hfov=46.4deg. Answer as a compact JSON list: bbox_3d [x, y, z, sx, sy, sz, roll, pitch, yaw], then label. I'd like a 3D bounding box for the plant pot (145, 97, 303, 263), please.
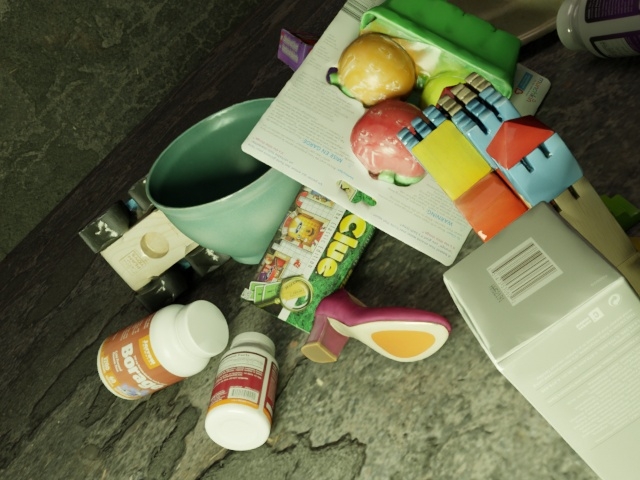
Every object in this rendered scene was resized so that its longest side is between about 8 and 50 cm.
[{"bbox_3d":[-0.125,-0.084,1.303,0.293,0.196,0.293,-18,37,15],"label":"plant pot"}]

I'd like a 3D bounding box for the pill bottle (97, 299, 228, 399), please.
[{"bbox_3d":[-0.258,0.177,1.232,0.216,0.121,0.121,-27,30,32],"label":"pill bottle"}]

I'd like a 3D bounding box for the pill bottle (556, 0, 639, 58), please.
[{"bbox_3d":[0.411,-0.298,0.983,0.108,0.108,0.193,-51,27,-13],"label":"pill bottle"}]

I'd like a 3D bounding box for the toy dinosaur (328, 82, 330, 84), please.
[{"bbox_3d":[0.020,-0.313,1.540,0.093,0.053,0.183,-15,8,35],"label":"toy dinosaur"}]

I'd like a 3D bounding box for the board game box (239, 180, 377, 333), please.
[{"bbox_3d":[0.000,0.000,1.096,0.136,0.030,0.259,24,80,24],"label":"board game box"}]

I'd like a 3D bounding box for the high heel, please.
[{"bbox_3d":[0.078,0.090,0.936,0.244,0.082,0.117,-24,30,51],"label":"high heel"}]

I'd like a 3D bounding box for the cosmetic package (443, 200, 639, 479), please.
[{"bbox_3d":[0.207,0.099,0.544,0.107,0.238,0.127,-37,24,9],"label":"cosmetic package"}]

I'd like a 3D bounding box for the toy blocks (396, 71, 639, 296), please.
[{"bbox_3d":[0.192,-0.048,0.755,0.191,0.261,0.381,-39,26,10],"label":"toy blocks"}]

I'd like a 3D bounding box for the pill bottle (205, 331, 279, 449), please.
[{"bbox_3d":[-0.102,0.199,1.013,0.086,0.086,0.152,-31,28,25],"label":"pill bottle"}]

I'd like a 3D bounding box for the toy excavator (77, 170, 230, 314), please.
[{"bbox_3d":[-0.343,-0.029,1.621,0.433,0.222,0.445,-35,13,20],"label":"toy excavator"}]

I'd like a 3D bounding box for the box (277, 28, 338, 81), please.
[{"bbox_3d":[0.087,-0.307,1.294,0.201,0.294,0.057,-123,40,-64],"label":"box"}]

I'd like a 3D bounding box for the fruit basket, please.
[{"bbox_3d":[0.117,-0.176,1.063,0.353,0.327,0.165,-59,-7,-17],"label":"fruit basket"}]

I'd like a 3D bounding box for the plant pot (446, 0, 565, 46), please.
[{"bbox_3d":[0.281,-0.525,1.245,0.334,0.305,0.333,-28,29,17],"label":"plant pot"}]
